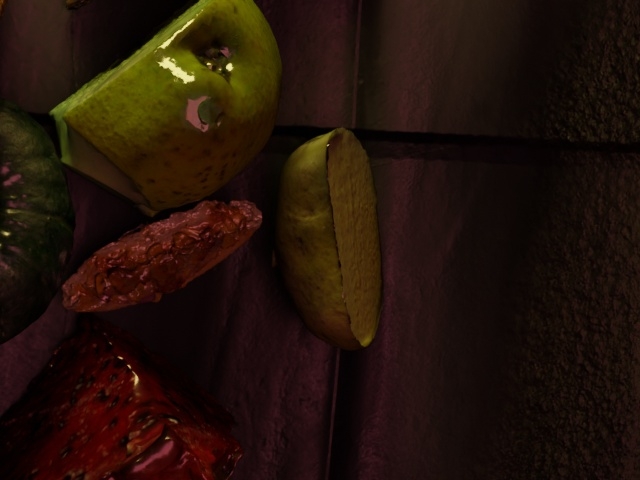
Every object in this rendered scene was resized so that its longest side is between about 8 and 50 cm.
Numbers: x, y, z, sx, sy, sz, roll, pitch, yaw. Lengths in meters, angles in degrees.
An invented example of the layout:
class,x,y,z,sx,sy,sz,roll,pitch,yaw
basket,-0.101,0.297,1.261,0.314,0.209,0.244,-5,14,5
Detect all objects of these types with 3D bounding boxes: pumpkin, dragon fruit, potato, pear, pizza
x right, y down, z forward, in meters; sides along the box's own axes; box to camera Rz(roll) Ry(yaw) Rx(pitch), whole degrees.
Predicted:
class,x,y,z,sx,sy,sz,roll,pitch,yaw
pumpkin,-0.398,-0.023,1.273,0.300,0.207,0.300,4,80,-21
dragon fruit,-0.212,0.273,1.372,0.286,0.329,0.228,-51,121,-10
potato,0.000,0.000,1.526,0.111,0.160,0.272,-5,102,20
pear,-0.136,-0.143,1.351,0.286,0.282,0.176,-42,105,-11
pizza,-0.179,0.027,1.455,0.246,0.058,0.127,-21,149,-23

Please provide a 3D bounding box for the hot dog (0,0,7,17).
class,x,y,z,sx,sy,sz,roll,pitch,yaw
hot dog,-0.401,-0.236,1.159,0.223,0.405,0.185,22,118,-18

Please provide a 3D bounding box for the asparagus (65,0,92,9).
class,x,y,z,sx,sy,sz,roll,pitch,yaw
asparagus,-0.231,-0.321,1.412,0.165,0.030,0.036,-52,139,-10
